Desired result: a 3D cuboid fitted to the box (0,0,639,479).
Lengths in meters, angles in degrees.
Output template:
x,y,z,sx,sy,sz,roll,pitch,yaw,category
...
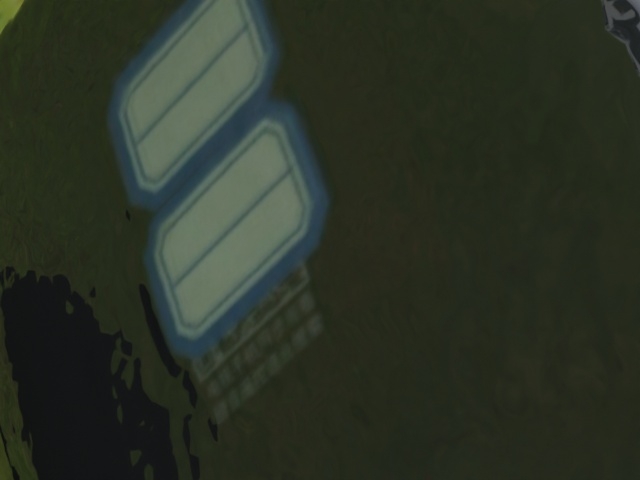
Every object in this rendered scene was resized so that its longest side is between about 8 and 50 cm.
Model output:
x,y,z,sx,sy,sz,roll,pitch,yaw,category
0.000,0.000,0.674,0.091,0.359,0.350,9,46,-40,box
